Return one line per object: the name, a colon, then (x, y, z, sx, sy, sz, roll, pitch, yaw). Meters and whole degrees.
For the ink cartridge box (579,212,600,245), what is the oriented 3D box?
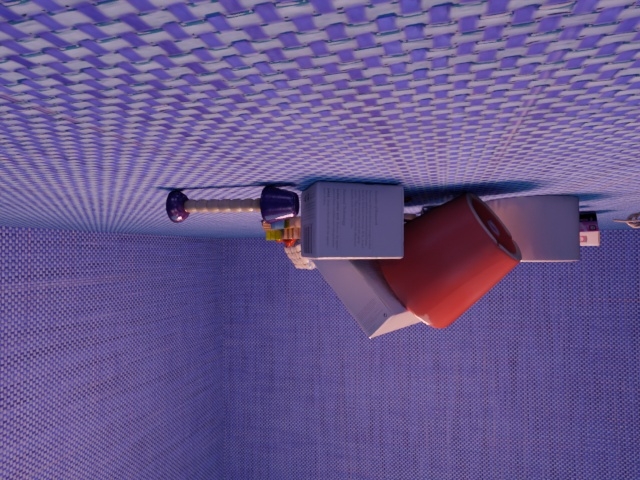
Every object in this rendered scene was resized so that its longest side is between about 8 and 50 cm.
ink cartridge box: (0.848, -0.037, 1.569, 0.371, 0.069, 0.176, -4, -157, 32)

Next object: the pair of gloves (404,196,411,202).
pair of gloves: (0.191, -0.103, 1.053, 0.083, 0.010, 0.074, -3, 177, 3)

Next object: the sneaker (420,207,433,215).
sneaker: (0.368, -0.059, 1.349, 0.099, 0.153, 0.282, -3, -156, 7)

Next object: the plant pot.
plant pot: (0.315, 0.034, 0.978, 0.243, 0.275, 0.275, -41, 156, 30)

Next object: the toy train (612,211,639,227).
toy train: (0.864, -0.073, 1.035, 0.248, 0.105, 0.143, -1, -168, 19)

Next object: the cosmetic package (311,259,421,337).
cosmetic package: (0.171, 0.095, 1.102, 0.377, 0.284, 0.097, 2, 135, -51)

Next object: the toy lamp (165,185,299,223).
toy lamp: (-0.181, -0.071, 0.848, 0.274, 0.080, 0.080, -2, 178, 12)

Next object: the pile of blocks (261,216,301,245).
pile of blocks: (-0.164, -0.031, 1.700, 0.149, 0.113, 0.362, 0, 178, -21)

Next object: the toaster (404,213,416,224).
toaster: (0.264, -0.015, 1.531, 0.110, 0.168, 0.185, 4, 174, -42)

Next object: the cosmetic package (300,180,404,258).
cosmetic package: (0.061, -0.036, 0.865, 0.183, 0.151, 0.151, 0, 179, -15)

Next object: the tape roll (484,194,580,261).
tape roll: (0.578, -0.026, 1.133, 0.246, 0.169, 0.246, 0, 178, 0)

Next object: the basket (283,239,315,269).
basket: (0.000, 0.000, 1.825, 0.289, 0.201, 0.255, -31, -171, -24)
